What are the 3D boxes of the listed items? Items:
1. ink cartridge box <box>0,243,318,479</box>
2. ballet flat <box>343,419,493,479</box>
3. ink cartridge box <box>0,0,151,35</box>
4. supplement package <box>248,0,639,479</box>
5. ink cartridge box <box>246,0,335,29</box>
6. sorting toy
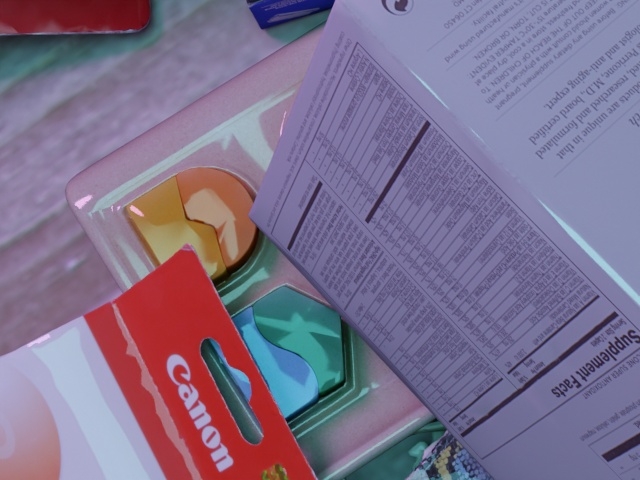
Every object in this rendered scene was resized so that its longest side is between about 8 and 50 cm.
[{"bbox_3d":[-0.100,0.107,0.641,0.179,0.045,0.145,-35,79,33],"label":"ink cartridge box"},{"bbox_3d":[0.014,0.140,0.649,0.188,0.070,0.070,-32,80,-6],"label":"ballet flat"},{"bbox_3d":[-0.236,-0.246,0.653,0.309,0.130,0.272,-4,82,-10],"label":"ink cartridge box"},{"bbox_3d":[0.141,-0.008,0.544,0.199,0.198,0.263,-40,81,-24],"label":"supplement package"},{"bbox_3d":[-0.016,-0.226,0.704,0.097,0.046,0.207,-15,81,5],"label":"ink cartridge box"},{"bbox_3d":[0.000,0.000,0.656,0.193,0.038,0.208,-32,74,-6],"label":"sorting toy"}]
